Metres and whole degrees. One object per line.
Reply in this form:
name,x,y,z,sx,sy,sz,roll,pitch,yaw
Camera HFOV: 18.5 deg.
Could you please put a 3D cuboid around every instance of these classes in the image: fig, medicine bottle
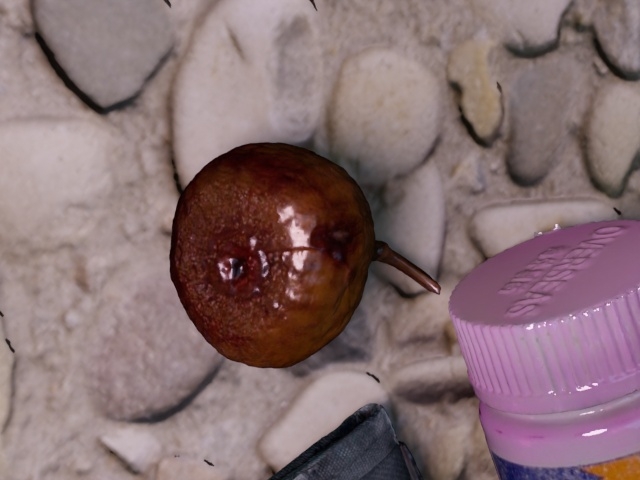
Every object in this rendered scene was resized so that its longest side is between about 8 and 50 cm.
fig,0.000,0.000,1.311,0.201,0.134,0.146,-13,134,-48
medicine bottle,0.212,0.148,1.402,0.178,0.178,0.291,-29,111,-23

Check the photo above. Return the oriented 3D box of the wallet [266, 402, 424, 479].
wallet,0.015,0.315,1.381,0.237,0.075,0.342,-33,110,-28
